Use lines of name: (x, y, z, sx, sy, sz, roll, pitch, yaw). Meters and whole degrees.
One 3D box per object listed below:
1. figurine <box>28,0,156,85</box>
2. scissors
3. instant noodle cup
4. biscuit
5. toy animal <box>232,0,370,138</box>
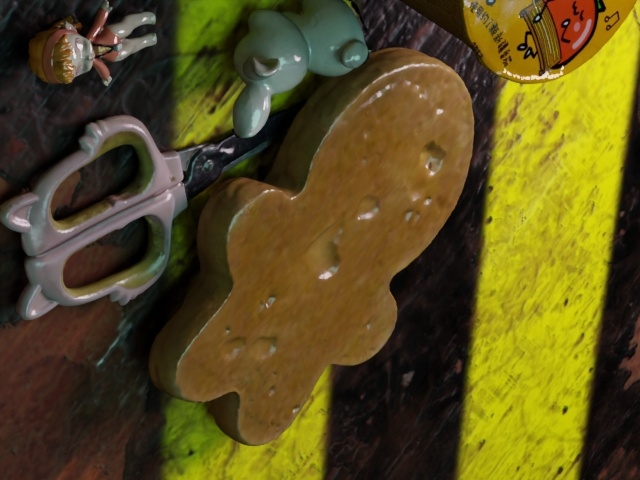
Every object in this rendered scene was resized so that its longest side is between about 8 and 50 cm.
figurine: (-0.162, -0.139, 1.413, 0.109, 0.047, 0.064, -24, 120, -43)
scissors: (-0.110, -0.047, 1.530, 0.317, 0.024, 0.160, -29, 128, -32)
instant noodle cup: (0.131, -0.247, 1.528, 0.216, 0.172, 0.216, -22, 126, -34)
biscuit: (-0.002, -0.001, 1.631, 0.355, 0.052, 0.275, -57, 143, -4)
toy animal: (-0.025, -0.141, 1.521, 0.124, 0.085, 0.071, -19, 142, -28)
